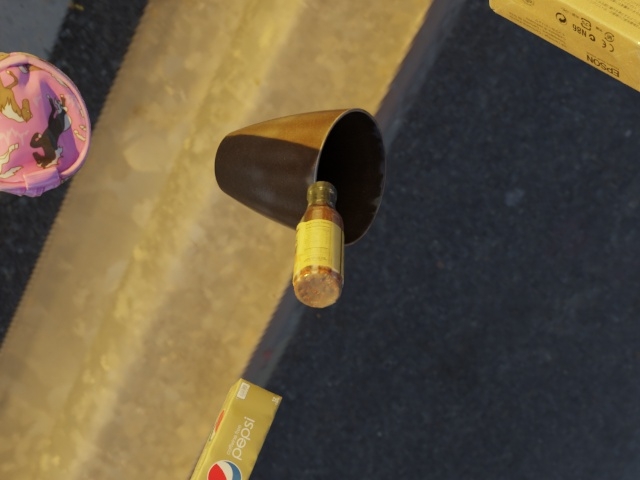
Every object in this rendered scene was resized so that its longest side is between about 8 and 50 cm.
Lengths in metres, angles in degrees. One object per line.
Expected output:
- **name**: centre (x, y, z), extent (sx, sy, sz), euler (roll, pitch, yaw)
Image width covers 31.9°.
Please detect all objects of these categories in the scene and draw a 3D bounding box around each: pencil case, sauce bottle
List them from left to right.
- **pencil case**: centre (-0.411, -0.147, 1.423), extent (0.167, 0.386, 0.160), euler (41, 77, -23)
- **sauce bottle**: centre (0.000, 0.000, 0.927), extent (0.042, 0.128, 0.042), euler (2, 129, 2)

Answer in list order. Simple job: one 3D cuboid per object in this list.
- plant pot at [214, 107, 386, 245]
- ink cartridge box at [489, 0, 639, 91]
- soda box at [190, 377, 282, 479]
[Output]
- **plant pot**: centre (-0.046, -0.113, 1.788), extent (0.215, 0.231, 0.215), euler (-22, 116, -54)
- **ink cartridge box**: centre (0.338, -0.301, 1.277), extent (0.193, 0.235, 0.088), euler (-42, 146, -14)
- **soda box**: centre (-0.110, 0.260, 1.329), extent (0.058, 0.061, 0.181), euler (27, 66, -7)
